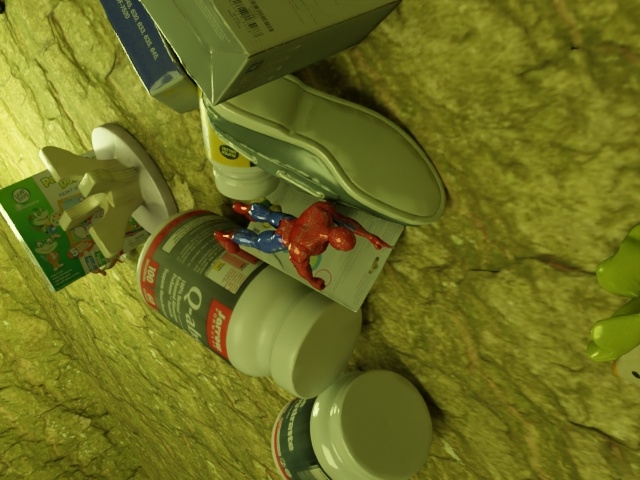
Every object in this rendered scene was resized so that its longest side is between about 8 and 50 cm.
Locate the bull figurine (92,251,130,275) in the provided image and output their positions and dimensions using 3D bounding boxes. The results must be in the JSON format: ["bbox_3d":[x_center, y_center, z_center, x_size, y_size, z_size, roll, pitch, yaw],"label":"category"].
[{"bbox_3d":[-0.613,-0.053,1.443,0.188,0.101,0.310,-11,110,49],"label":"bull figurine"}]

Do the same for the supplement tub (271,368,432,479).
[{"bbox_3d":[0.045,0.335,0.954,0.191,0.191,0.272,51,143,4],"label":"supplement tub"}]

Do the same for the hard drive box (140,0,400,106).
[{"bbox_3d":[-0.056,-0.265,0.558,0.181,0.232,0.089,56,144,-2],"label":"hard drive box"}]

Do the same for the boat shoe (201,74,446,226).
[{"bbox_3d":[0.003,-0.107,0.677,0.319,0.116,0.099,28,154,-8],"label":"boat shoe"}]

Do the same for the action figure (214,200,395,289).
[{"bbox_3d":[-0.021,0.007,0.736,0.139,0.091,0.280,36,164,-28],"label":"action figure"}]

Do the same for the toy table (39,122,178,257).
[{"bbox_3d":[-0.440,-0.102,1.159,0.274,0.161,0.252,49,138,6],"label":"toy table"}]

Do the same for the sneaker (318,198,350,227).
[{"bbox_3d":[0.022,-0.094,0.757,0.061,0.054,0.152,-111,32,-51],"label":"sneaker"}]

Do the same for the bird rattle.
[{"bbox_3d":[0.376,0.095,0.503,0.253,0.143,0.207,17,142,23],"label":"bird rattle"}]

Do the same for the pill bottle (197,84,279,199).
[{"bbox_3d":[-0.108,-0.170,0.786,0.119,0.119,0.208,30,137,29],"label":"pill bottle"}]

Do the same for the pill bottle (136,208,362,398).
[{"bbox_3d":[-0.123,0.098,0.936,0.363,0.210,0.210,25,135,33],"label":"pill bottle"}]

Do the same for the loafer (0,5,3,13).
[{"bbox_3d":[-0.785,-0.559,1.268,0.170,0.062,0.061,31,133,26],"label":"loafer"}]

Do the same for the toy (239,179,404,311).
[{"bbox_3d":[0.000,0.000,0.829,0.237,0.137,0.056,27,175,29],"label":"toy"}]

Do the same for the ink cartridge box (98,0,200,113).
[{"bbox_3d":[-0.260,-0.328,0.731,0.303,0.072,0.307,64,180,-7],"label":"ink cartridge box"}]

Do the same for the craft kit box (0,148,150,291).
[{"bbox_3d":[-0.551,-0.051,1.253,0.061,0.250,0.246,-8,112,55],"label":"craft kit box"}]
